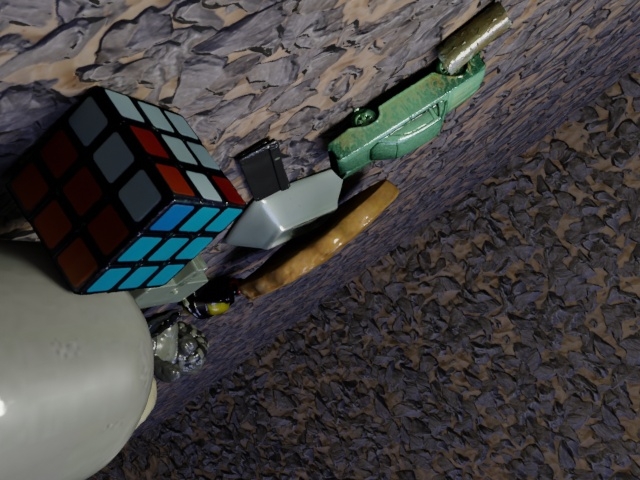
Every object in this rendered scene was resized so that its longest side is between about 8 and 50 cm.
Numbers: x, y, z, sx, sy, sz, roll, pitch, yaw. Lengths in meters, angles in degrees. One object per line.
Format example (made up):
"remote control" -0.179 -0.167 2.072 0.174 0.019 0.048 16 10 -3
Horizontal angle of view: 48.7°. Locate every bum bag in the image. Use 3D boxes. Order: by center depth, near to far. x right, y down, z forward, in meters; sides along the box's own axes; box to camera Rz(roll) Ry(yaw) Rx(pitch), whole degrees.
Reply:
"bum bag" -0.439 0.224 1.527 0.310 0.074 0.137 -31 178 8

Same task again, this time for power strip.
"power strip" -0.289 0.084 1.397 0.145 0.061 0.216 -37 169 20

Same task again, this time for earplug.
"earplug" -0.369 0.152 0.762 0.313 0.312 0.394 -38 164 19

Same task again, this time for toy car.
"toy car" 0.158 -0.219 1.282 0.321 0.097 0.141 -33 169 -3

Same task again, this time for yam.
"yam" 0.254 -0.337 1.179 0.132 0.054 0.054 -38 168 16

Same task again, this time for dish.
"dish" -0.056 -0.050 1.444 0.243 0.080 0.182 -26 166 -39

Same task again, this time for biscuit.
"biscuit" 0.001 0.002 1.579 0.385 0.062 0.365 -29 -171 48

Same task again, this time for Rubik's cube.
"Rubik's cube" -0.212 -0.050 0.789 0.160 0.163 0.162 -42 163 17

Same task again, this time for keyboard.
"keyboard" -0.095 -0.118 1.203 0.072 0.023 0.231 -26 168 -4

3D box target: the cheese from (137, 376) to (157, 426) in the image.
"cheese" -0.415 0.250 1.317 0.174 0.247 0.251 -25 172 -33

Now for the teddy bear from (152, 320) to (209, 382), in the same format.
"teddy bear" -0.362 0.260 1.694 0.144 0.171 0.251 -55 159 6

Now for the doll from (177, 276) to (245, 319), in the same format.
"doll" -0.240 0.133 1.674 0.127 0.088 0.249 -39 171 23
